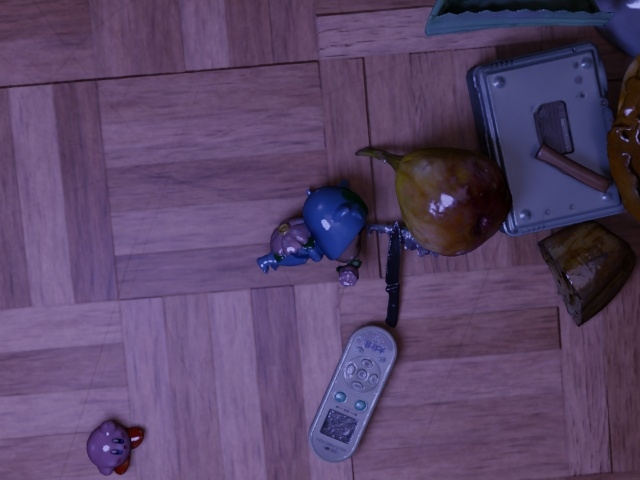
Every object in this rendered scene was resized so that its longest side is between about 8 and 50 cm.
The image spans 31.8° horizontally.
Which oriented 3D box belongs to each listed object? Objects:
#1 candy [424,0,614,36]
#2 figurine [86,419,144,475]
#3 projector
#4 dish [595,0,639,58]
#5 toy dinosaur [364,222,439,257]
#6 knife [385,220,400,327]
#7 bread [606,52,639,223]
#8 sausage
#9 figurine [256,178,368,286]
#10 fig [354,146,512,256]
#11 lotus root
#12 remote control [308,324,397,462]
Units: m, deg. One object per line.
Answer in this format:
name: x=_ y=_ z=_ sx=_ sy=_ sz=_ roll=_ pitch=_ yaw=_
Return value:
candy: x=0.252 y=-0.476 z=1.583 sx=0.262 sy=0.172 sz=0.398 roll=-6 pitch=83 yaw=-4
figurine: x=-0.318 y=0.313 z=1.689 sx=0.067 sy=0.071 sz=0.083 roll=13 pitch=86 yaw=40
projector: x=0.334 y=-0.148 z=1.640 sx=0.192 sy=0.099 sz=0.257 roll=-12 pitch=96 yaw=-1
dish: x=0.522 y=-0.391 z=1.610 sx=0.303 sy=0.120 sz=0.303 roll=0 pitch=95 yaw=0
toy dinosaur: x=0.156 y=-0.016 z=1.679 sx=0.208 sy=0.039 sz=0.082 roll=0 pitch=98 yaw=4
knife: x=0.109 y=0.052 z=1.680 sx=0.023 sy=0.010 sz=0.170 roll=3 pitch=109 yaw=3
bread: x=0.584 y=-0.140 z=1.533 sx=0.358 sy=0.204 sz=0.337 roll=17 pitch=109 yaw=20
sausage: x=0.358 y=-0.101 z=1.584 sx=0.116 sy=0.026 sz=0.026 roll=27 pitch=94 yaw=-4
figurine: x=0.002 y=0.004 z=1.653 sx=0.178 sy=0.114 sz=0.144 roll=-32 pitch=102 yaw=14
fig: x=0.147 y=-0.081 z=1.609 sx=0.257 sy=0.159 sz=0.159 roll=31 pitch=95 yaw=36
lotus root: x=0.400 y=0.042 z=1.655 sx=0.135 sy=0.095 sz=0.159 roll=-42 pitch=111 yaw=2
remote control: x=0.048 y=0.231 z=1.700 sx=0.078 sy=0.042 sz=0.221 roll=23 pitch=96 yaw=-4
